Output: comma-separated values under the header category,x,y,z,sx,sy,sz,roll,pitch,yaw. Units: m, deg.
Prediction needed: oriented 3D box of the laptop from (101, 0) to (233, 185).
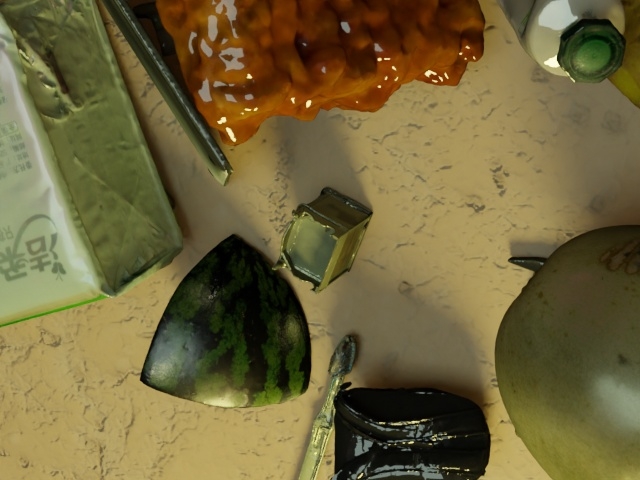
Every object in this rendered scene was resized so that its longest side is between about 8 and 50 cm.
category,x,y,z,sx,sy,sz,roll,pitch,yaw
laptop,-0.168,-0.174,1.472,0.015,0.187,0.269,-33,91,-5

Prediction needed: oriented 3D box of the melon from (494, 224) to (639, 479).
category,x,y,z,sx,sy,sz,roll,pitch,yaw
melon,0.317,0.134,1.265,0.330,0.268,0.268,37,119,6

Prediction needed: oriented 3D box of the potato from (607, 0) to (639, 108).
category,x,y,z,sx,sy,sz,roll,pitch,yaw
potato,0.282,-0.245,1.181,0.141,0.176,0.298,12,73,-13

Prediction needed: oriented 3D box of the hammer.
category,x,y,z,sx,sy,sz,roll,pitch,yaw
hammer,0.213,0.110,1.456,0.062,0.013,0.199,12,111,23

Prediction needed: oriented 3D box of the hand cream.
category,x,y,z,sx,sy,sz,roll,pitch,yaw
hand cream,0.180,-0.231,1.200,0.076,0.336,0.121,8,122,-15

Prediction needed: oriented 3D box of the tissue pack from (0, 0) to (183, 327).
category,x,y,z,sx,sy,sz,roll,pitch,yaw
tissue pack,-0.395,-0.066,1.593,0.405,0.205,0.332,-16,99,29

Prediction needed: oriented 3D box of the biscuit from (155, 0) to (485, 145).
category,x,y,z,sx,sy,sz,roll,pitch,yaw
biscuit,-0.005,-0.263,1.279,0.110,0.312,0.318,0,103,57

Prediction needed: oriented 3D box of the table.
category,x,y,z,sx,sy,sz,roll,pitch,yaw
table,0.000,0.000,1.485,0.062,0.083,0.079,28,118,15

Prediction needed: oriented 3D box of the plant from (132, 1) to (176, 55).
category,x,y,z,sx,sy,sz,roll,pitch,yaw
plant,-0.089,-0.248,1.419,0.203,0.131,0.142,-35,88,25

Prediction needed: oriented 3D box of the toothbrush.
category,x,y,z,sx,sy,sz,roll,pitch,yaw
toothbrush,-0.004,0.230,1.601,0.026,0.028,0.294,25,122,19

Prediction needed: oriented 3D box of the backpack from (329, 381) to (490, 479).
category,x,y,z,sx,sy,sz,roll,pitch,yaw
backpack,0.096,0.212,1.498,0.165,0.106,0.120,4,87,9

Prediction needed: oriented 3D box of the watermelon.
category,x,y,z,sx,sy,sz,roll,pitch,yaw
watermelon,-0.085,0.111,1.555,0.145,0.137,0.193,28,75,18
